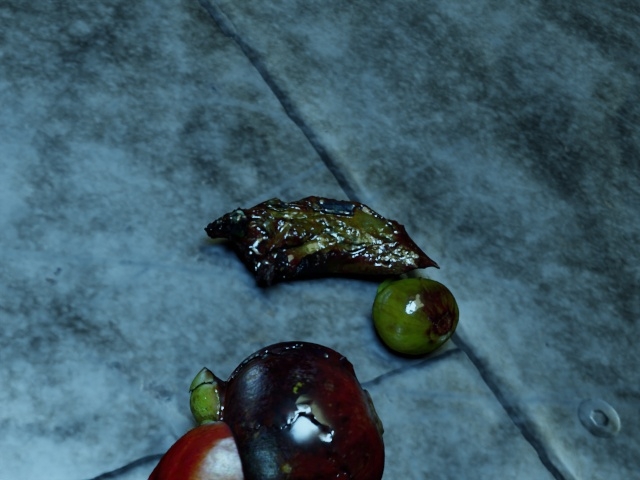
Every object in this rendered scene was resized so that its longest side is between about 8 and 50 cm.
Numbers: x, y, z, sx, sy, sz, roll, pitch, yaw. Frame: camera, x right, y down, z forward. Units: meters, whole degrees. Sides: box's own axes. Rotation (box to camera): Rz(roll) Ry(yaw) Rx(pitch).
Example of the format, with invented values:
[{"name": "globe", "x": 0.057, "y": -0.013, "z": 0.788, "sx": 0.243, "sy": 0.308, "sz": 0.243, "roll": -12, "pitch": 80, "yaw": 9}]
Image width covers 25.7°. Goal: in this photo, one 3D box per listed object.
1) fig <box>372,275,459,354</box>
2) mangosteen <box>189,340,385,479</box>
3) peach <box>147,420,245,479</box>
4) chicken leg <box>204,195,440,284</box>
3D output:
[{"name": "fig", "x": 0.084, "y": 0.070, "z": 1.383, "sx": 0.098, "sy": 0.082, "sz": 0.084, "roll": 15, "pitch": 53, "yaw": 41}, {"name": "mangosteen", "x": -0.037, "y": 0.169, "z": 1.188, "sx": 0.180, "sy": 0.166, "sz": 0.166, "roll": -15, "pitch": 56, "yaw": -4}, {"name": "peach", "x": -0.117, "y": 0.266, "z": 1.037, "sx": 0.068, "sy": 0.189, "sz": 0.279, "roll": 14, "pitch": 54, "yaw": -16}, {"name": "chicken leg", "x": 0.000, "y": 0.000, "z": 1.403, "sx": 0.233, "sy": 0.063, "sz": 0.105, "roll": -1, "pitch": 52, "yaw": -25}]
